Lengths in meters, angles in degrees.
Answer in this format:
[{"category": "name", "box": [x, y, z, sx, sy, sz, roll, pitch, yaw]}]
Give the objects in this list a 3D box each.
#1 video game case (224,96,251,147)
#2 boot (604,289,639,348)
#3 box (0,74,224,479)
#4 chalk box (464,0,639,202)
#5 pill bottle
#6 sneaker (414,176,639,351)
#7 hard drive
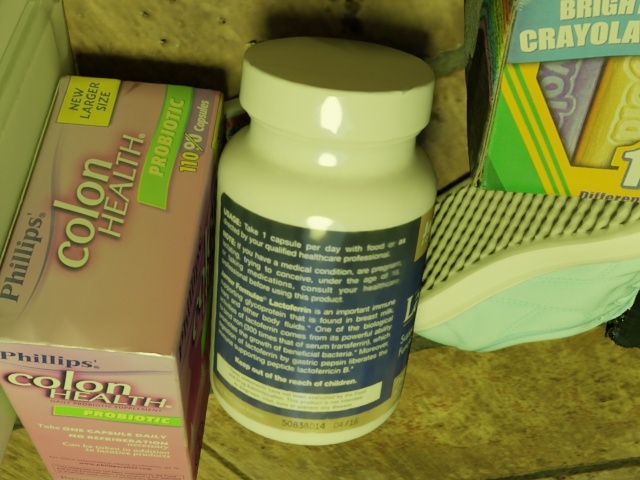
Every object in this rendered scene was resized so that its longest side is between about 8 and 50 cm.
[{"category": "video game case", "box": [-0.087, -0.049, 0.708, 0.157, 0.019, 0.143, -12, 137, 23]}, {"category": "boot", "box": [0.323, 0.065, 0.768, 0.121, 0.045, 0.099, 10, 139, 8]}, {"category": "box", "box": [-0.140, 0.042, 0.632, 0.117, 0.213, 0.243, 5, 145, -1]}, {"category": "chalk box", "box": [0.176, -0.175, 0.390, 0.179, 0.180, 0.289, 5, 142, 2]}, {"category": "pill bottle", "box": [0.000, 0.000, 0.602, 0.153, 0.153, 0.265, 6, 119, 1]}, {"category": "sneaker", "box": [0.207, -0.005, 0.644, 0.150, 0.135, 0.366, 27, 147, -30]}, {"category": "hard drive", "box": [-0.214, 0.001, 0.558, 0.040, 0.307, 0.203, 5, 141, -2]}]
